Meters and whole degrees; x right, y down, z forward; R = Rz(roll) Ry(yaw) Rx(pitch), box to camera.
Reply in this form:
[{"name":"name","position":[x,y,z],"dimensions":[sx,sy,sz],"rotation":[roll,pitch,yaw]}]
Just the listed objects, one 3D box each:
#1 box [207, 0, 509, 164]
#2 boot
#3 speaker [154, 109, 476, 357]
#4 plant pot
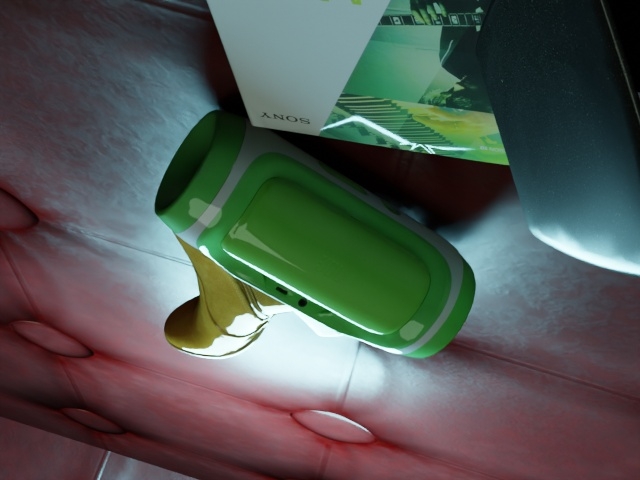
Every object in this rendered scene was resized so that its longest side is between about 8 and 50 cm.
[{"name":"box","position":[0.034,-0.170,0.662],"dimensions":[0.232,0.058,0.322],"rotation":[10,154,16]},{"name":"boot","position":[-0.112,0.034,1.131],"dimensions":[0.295,0.104,0.211],"rotation":[-8,139,34]},{"name":"speaker","position":[0.000,0.000,0.941],"dimensions":[0.296,0.131,0.131],"rotation":[30,152,-23]},{"name":"plant pot","position":[0.190,-0.083,0.544],"dimensions":[0.187,0.188,0.167],"rotation":[-17,179,-19]}]
